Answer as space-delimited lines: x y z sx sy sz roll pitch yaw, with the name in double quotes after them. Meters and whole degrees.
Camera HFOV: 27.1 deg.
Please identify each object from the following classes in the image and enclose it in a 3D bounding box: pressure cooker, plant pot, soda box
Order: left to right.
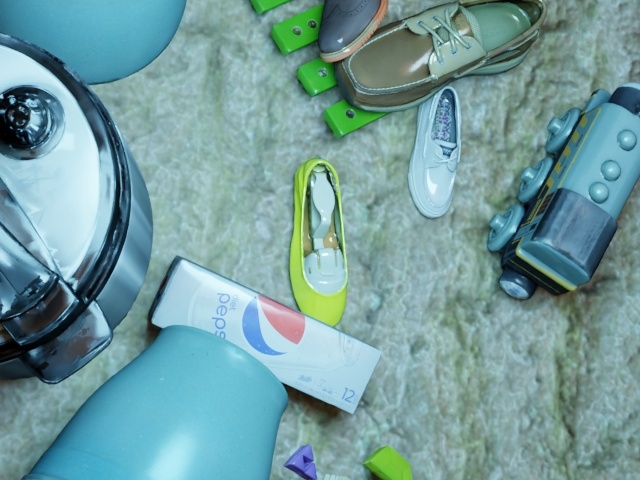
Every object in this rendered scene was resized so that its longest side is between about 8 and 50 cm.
-0.379 -0.039 1.443 0.370 0.420 0.375 9 82 -1 "pressure cooker"
-0.295 -0.364 1.677 0.290 0.195 0.290 3 78 -16 "plant pot"
-0.173 0.252 1.576 0.271 0.271 0.255 34 63 -8 "plant pot"
-0.072 0.119 1.695 0.286 0.098 0.091 26 88 -10 "soda box"

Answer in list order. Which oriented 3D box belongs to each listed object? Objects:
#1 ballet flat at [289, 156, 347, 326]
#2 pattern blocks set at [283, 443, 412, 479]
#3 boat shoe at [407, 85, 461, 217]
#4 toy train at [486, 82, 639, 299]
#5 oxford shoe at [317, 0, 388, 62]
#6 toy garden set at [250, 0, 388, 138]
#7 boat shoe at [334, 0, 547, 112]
0.000 0.000 1.758 0.077 0.077 0.231 0 80 -15 "ballet flat"
0.055 0.387 1.647 0.325 0.026 0.285 48 46 -22 "pattern blocks set"
0.167 -0.125 1.839 0.066 0.063 0.184 14 76 -14 "boat shoe"
0.356 -0.069 1.818 0.142 0.190 0.334 35 72 -8 "toy train"
0.036 -0.354 1.766 0.098 0.097 0.271 46 47 -39 "oxford shoe"
0.037 -0.278 1.837 0.204 0.049 0.244 -28 83 -26 "toy garden set"
0.168 -0.271 1.784 0.324 0.120 0.122 -24 80 -28 "boat shoe"
